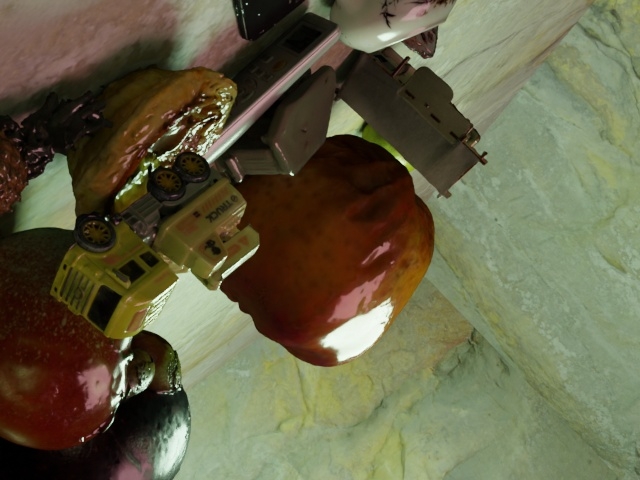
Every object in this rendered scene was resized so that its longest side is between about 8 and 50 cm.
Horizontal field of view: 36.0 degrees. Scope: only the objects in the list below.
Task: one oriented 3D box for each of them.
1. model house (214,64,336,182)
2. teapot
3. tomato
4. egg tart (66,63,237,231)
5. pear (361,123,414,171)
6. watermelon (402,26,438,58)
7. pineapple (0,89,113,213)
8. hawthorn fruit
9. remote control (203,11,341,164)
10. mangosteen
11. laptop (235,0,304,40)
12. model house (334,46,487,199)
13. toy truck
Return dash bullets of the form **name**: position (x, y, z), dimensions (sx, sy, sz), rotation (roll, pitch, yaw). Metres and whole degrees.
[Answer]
- **model house**: position (-0.083, -0.184, 1.591), dimensions (0.188, 0.122, 0.229), rotation (-4, -149, 32)
- **teapot**: position (0.120, -0.395, 1.573), dimensions (0.208, 0.166, 0.299), rotation (-29, -167, 44)
- **tomato**: position (-0.382, 0.129, 1.331), dimensions (0.239, 0.303, 0.303), rotation (12, 139, -24)
- **egg tart**: position (-0.235, -0.134, 1.298), dimensions (0.290, 0.115, 0.290), rotation (-45, 174, -6)
- **pear**: position (0.178, -0.253, 2.348), dimensions (0.180, 0.166, 0.216), rotation (-33, 150, 12)
- **watermelon**: position (0.161, -0.389, 1.797), dimensions (0.187, 0.139, 0.071), rotation (-38, -158, -30)
- **pineapple**: position (-0.333, -0.097, 1.088), dimensions (0.251, 0.125, 0.125), rotation (-41, 171, -45)
- **hawthorn fruit**: position (0.000, 0.000, 1.957), dimensions (0.472, 0.472, 0.472), rotation (-42, 170, -9)
- **remote control**: position (-0.098, -0.220, 1.492), dimensions (0.313, 0.109, 0.055), rotation (-43, 125, -4)
- **mangosteen**: position (-0.422, 0.321, 1.770), dimensions (0.381, 0.381, 0.421), rotation (-37, 155, -31)
- **laptop**: position (-0.054, -0.356, 1.338), dimensions (0.154, 0.026, 0.207), rotation (-42, 170, -9)
- **model house**: position (0.199, -0.250, 1.952), dimensions (0.169, 0.326, 0.244), rotation (-47, 175, 14)
- **toy truck**: position (-0.195, 0.012, 1.240), dimensions (0.272, 0.157, 0.124), rotation (-42, 170, -44)
